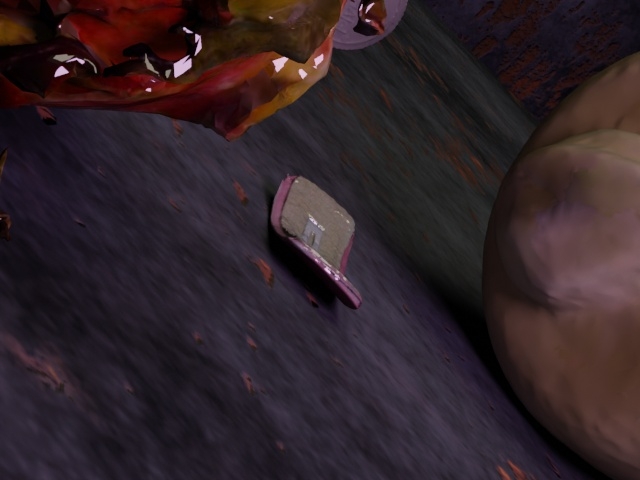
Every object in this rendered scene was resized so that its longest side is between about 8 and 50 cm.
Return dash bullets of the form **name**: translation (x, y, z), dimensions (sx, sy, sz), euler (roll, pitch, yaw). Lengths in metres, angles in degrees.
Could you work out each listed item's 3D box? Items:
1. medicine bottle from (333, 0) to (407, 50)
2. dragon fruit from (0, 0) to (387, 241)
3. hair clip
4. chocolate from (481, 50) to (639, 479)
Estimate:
- **medicine bottle**: translation (0.002, -0.241, 1.534), dimensions (0.088, 0.132, 0.188), euler (40, 14, -37)
- **dragon fruit**: translation (-0.076, -0.156, 0.697), dimensions (0.269, 0.250, 0.291), euler (55, -3, 13)
- **hair clip**: translation (-0.001, 0.001, 0.970), dimensions (0.054, 0.022, 0.137), euler (44, 12, -14)
- **chocolate**: translation (0.271, 0.019, 1.153), dimensions (0.297, 0.326, 0.314), euler (40, 23, -54)
